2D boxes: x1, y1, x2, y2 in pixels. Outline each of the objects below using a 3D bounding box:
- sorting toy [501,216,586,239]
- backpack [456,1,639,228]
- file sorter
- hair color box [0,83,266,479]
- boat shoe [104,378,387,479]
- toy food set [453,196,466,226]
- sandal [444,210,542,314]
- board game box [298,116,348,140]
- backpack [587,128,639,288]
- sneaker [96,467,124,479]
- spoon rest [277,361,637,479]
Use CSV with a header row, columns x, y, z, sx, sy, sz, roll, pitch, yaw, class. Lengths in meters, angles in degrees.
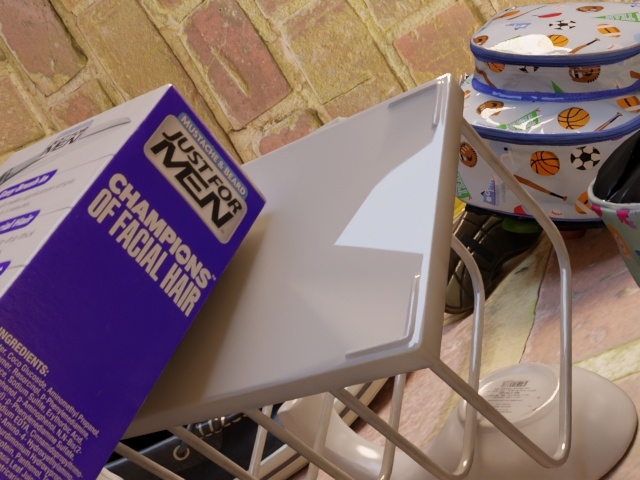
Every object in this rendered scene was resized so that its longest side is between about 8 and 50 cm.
x,y,z,sx,sy,sz,roll,pitch,yaw,class
0.254,-0.031,1.006,0.102,0.042,0.061,12,23,42,sorting toy
0.258,-0.132,0.945,0.277,0.213,0.263,3,38,33,backpack
0.004,0.060,0.596,0.278,0.173,0.192,-19,43,34,file sorter
-0.187,0.073,0.497,0.185,0.110,0.338,-13,38,41,hair color box
-0.123,0.185,0.904,0.500,0.156,0.187,-33,7,-9,boat shoe
0.178,-0.009,1.186,0.128,0.071,0.218,-42,8,-24,toy food set
0.184,0.017,1.043,0.219,0.090,0.060,-48,-6,-37,sandal
0.118,-0.134,1.539,0.303,0.097,0.224,-2,-7,-27,board game box
0.288,-0.032,0.490,0.254,0.191,0.225,-26,6,0,backpack
-0.154,0.234,0.569,0.137,0.210,0.366,-42,22,-5,sneaker
0.096,0.143,0.658,0.276,0.084,0.137,-7,26,41,spoon rest
